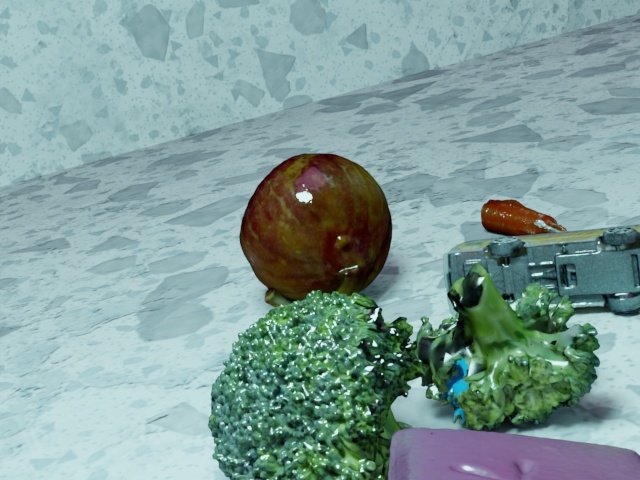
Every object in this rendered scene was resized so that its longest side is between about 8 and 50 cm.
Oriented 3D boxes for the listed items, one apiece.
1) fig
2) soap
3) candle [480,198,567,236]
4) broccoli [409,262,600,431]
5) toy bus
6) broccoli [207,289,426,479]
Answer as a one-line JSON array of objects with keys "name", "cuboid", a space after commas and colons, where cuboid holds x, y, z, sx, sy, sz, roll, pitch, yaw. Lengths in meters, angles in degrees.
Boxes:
[{"name": "fig", "cuboid": [0.001, -0.001, 1.315, 0.205, 0.205, 0.205, -11, 17, 3]}, {"name": "soap", "cuboid": [0.126, 0.192, 0.627, 0.181, 0.081, 0.259, 5, 8, 5]}, {"name": "candle", "cuboid": [0.272, -0.028, 1.419, 0.053, 0.048, 0.162, -49, 30, -13]}, {"name": "broccoli", "cuboid": [0.156, 0.089, 0.942, 0.154, 0.160, 0.167, -42, 34, -6]}, {"name": "toy bus", "cuboid": [0.275, 0.029, 1.169, 0.268, 0.092, 0.106, -6, 9, 19]}, {"name": "broccoli", "cuboid": [0.004, 0.139, 0.866, 0.226, 0.198, 0.176, 37, 8, 32]}]
